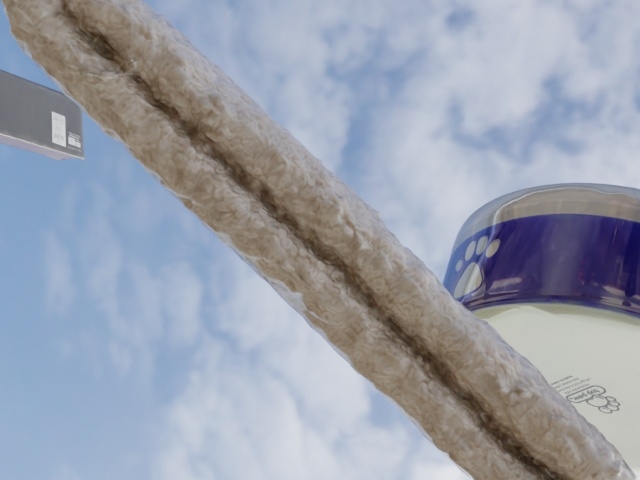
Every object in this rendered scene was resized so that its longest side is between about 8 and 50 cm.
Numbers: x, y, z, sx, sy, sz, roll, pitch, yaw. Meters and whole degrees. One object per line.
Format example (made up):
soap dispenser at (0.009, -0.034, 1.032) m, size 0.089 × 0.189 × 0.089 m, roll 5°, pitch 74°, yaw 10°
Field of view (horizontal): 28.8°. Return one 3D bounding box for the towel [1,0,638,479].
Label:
towel at (0.000, 0.000, 0.487) m, size 0.282 × 0.049 × 0.187 m, roll 44°, pitch 0°, yaw -6°

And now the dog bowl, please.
dog bowl at (0.217, 0.076, 0.950) m, size 0.265 × 0.265 × 0.104 m, roll -23°, pitch -141°, yaw 50°

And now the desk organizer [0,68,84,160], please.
desk organizer at (-0.224, -0.087, 0.882) m, size 0.050 × 0.130 × 0.047 m, roll -7°, pitch -98°, yaw 21°
